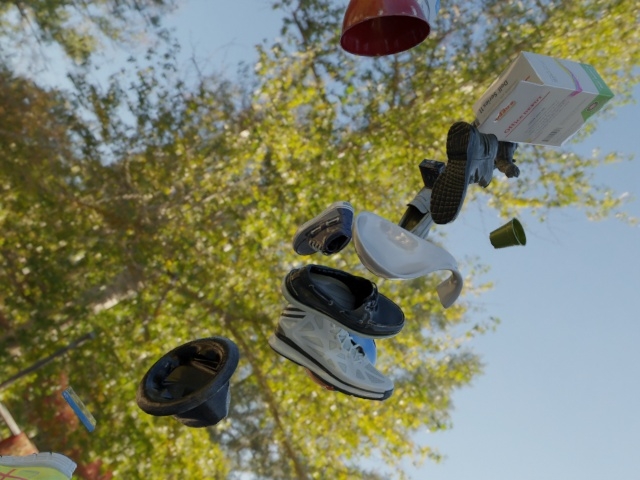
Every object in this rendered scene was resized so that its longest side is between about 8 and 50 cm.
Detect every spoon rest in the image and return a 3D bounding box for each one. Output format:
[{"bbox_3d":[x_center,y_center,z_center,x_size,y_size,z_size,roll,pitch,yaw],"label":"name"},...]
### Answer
[{"bbox_3d":[0.157,0.033,1.259,0.276,0.084,0.137,28,34,-38],"label":"spoon rest"}]

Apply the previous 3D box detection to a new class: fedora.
[{"bbox_3d":[-0.334,0.405,1.983,0.334,0.334,0.153,20,-40,59],"label":"fedora"}]

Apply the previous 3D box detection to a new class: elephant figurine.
[{"bbox_3d":[0.493,-0.277,2.031,0.186,0.169,0.239,46,-7,-3],"label":"elephant figurine"}]

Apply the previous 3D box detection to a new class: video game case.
[{"bbox_3d":[-0.612,0.426,1.858,0.119,0.015,0.166,55,-17,-3],"label":"video game case"}]

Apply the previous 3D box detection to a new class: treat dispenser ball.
[{"bbox_3d":[0.070,0.428,2.780,0.288,0.288,0.288,47,-24,28],"label":"treat dispenser ball"}]

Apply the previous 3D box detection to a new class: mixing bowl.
[{"bbox_3d":[0.120,-0.444,1.439,0.181,0.181,0.098,143,-58,-69],"label":"mixing bowl"}]

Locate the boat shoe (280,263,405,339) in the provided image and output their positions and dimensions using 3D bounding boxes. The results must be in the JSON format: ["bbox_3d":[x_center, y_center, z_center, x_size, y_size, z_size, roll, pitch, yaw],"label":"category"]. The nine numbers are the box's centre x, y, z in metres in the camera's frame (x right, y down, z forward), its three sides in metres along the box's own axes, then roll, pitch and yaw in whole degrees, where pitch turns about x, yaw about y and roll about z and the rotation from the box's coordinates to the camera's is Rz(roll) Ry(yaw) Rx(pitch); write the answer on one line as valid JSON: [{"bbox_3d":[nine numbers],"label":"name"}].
[{"bbox_3d":[0.078,0.134,1.732,0.339,0.127,0.113,26,-45,-19],"label":"boat shoe"}]

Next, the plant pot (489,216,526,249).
[{"bbox_3d":[0.503,-0.010,1.981,0.079,0.083,0.083,-23,-81,33],"label":"plant pot"}]

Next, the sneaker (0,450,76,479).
[{"bbox_3d":[-0.490,0.390,1.145,0.081,0.208,0.094,62,22,-46],"label":"sneaker"}]

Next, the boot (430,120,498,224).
[{"bbox_3d":[0.346,-0.143,1.688,0.083,0.161,0.247,14,-90,43],"label":"boot"}]

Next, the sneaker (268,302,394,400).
[{"bbox_3d":[0.063,0.319,2.355,0.447,0.258,0.169,26,12,15],"label":"sneaker"}]

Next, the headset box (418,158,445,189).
[{"bbox_3d":[0.285,-0.158,1.818,0.062,0.032,0.083,19,-37,41],"label":"headset box"}]

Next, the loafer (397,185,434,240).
[{"bbox_3d":[0.353,-0.107,2.523,0.112,0.320,0.111,19,-13,44],"label":"loafer"}]

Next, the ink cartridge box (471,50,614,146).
[{"bbox_3d":[0.530,-0.350,1.826,0.207,0.353,0.119,-50,-128,43],"label":"ink cartridge box"}]

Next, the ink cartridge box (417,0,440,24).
[{"bbox_3d":[0.245,-0.583,1.882,0.060,0.180,0.104,17,-27,25],"label":"ink cartridge box"}]

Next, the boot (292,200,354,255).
[{"bbox_3d":[0.000,0.000,1.511,0.190,0.069,0.086,-43,-147,43],"label":"boot"}]
